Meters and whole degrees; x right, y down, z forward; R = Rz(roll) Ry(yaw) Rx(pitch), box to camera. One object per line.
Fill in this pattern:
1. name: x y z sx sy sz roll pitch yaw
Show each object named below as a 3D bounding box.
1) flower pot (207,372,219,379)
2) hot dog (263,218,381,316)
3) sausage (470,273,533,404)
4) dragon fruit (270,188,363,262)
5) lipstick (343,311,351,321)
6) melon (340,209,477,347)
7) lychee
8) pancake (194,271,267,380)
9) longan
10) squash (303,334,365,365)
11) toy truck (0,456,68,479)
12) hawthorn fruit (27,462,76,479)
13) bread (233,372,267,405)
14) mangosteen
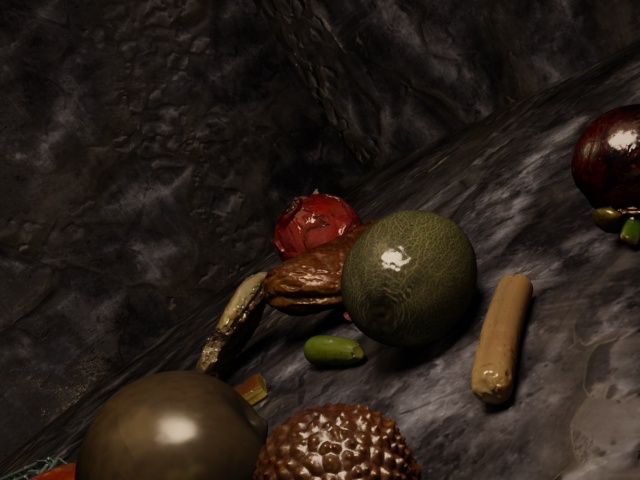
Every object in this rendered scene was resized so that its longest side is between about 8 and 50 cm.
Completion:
1. flower pot: -0.262 0.378 1.430 0.111 0.089 0.111 -33 8 5
2. hot dog: 0.042 0.085 1.548 0.388 0.174 0.267 -26 -6 -24
3. sausage: 0.275 0.141 0.920 0.066 0.065 0.301 -28 9 33
4. dragon fruit: 0.000 0.000 1.937 0.296 0.302 0.295 -36 29 23
5. lipstick: 0.151 0.127 1.432 0.234 0.053 0.053 -32 10 20
6. melon: 0.166 0.065 1.126 0.238 0.237 0.302 -27 7 34
7. lychee: 0.015 0.280 0.711 0.200 0.200 0.238 -34 13 1
8. pancake: -0.231 0.243 1.632 0.382 0.071 0.382 -59 -6 -10
9. longan: -0.226 0.339 0.955 0.289 0.288 0.350 -32 7 7
10. squash: 0.027 0.233 1.281 0.066 0.066 0.201 -39 14 -29
11. toy truck: -0.674 0.607 1.361 0.338 0.184 0.133 -30 11 23
12. hawthorn fruit: -0.439 0.505 1.006 0.272 0.241 0.242 -32 9 31
13. bread: -0.168 0.354 1.402 0.090 0.035 0.094 -34 9 -2
14. mangosteen: 0.513 -0.111 0.992 0.216 0.216 0.216 -33 9 6
